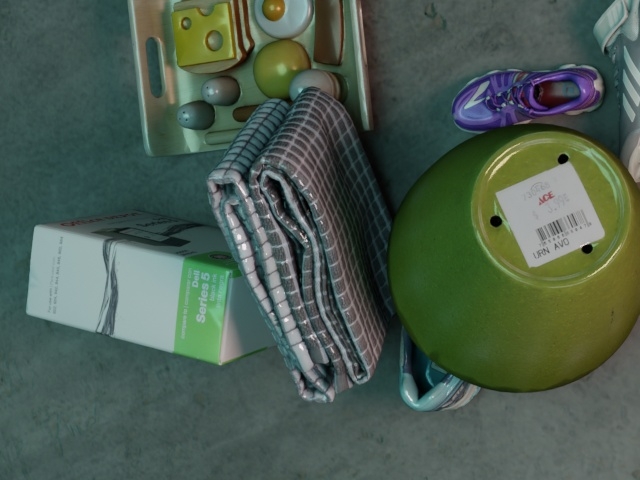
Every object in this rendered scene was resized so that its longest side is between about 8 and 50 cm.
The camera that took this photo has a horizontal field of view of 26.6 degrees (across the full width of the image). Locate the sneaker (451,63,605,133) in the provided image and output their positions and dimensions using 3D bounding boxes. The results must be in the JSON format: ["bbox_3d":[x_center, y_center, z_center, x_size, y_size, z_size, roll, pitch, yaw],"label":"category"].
[{"bbox_3d":[0.213,-0.155,1.434,0.170,0.071,0.068,-11,91,29],"label":"sneaker"}]

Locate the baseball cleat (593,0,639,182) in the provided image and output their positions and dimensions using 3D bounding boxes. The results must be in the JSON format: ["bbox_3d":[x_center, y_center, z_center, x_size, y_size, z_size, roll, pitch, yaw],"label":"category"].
[{"bbox_3d":[0.325,-0.167,1.387,0.109,0.072,0.206,23,102,38],"label":"baseball cleat"}]

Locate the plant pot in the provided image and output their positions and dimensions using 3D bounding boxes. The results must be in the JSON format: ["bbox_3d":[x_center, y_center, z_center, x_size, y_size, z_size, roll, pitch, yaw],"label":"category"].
[{"bbox_3d":[0.202,-0.002,1.279,0.274,0.293,0.275,0,80,2],"label":"plant pot"}]

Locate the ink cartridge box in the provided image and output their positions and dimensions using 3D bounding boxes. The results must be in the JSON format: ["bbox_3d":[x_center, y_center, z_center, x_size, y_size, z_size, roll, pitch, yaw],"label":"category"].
[{"bbox_3d":[-0.177,0.048,1.590,0.273,0.198,0.115,12,102,25],"label":"ink cartridge box"}]

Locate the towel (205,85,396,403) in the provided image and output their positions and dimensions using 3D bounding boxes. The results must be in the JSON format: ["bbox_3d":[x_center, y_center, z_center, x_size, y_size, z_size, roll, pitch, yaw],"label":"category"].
[{"bbox_3d":[0.000,0.000,1.438,0.121,0.235,0.284,-16,112,18],"label":"towel"}]

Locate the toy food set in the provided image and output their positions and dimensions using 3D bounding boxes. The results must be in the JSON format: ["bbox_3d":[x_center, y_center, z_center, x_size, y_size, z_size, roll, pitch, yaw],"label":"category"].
[{"bbox_3d":[-0.084,-0.219,1.569,0.306,0.092,0.220,-4,95,27],"label":"toy food set"}]

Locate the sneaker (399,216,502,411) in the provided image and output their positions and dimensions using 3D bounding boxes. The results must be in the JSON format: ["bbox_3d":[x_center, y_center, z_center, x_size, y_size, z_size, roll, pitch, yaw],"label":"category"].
[{"bbox_3d":[0.149,0.059,1.465,0.110,0.122,0.283,13,102,25],"label":"sneaker"}]
